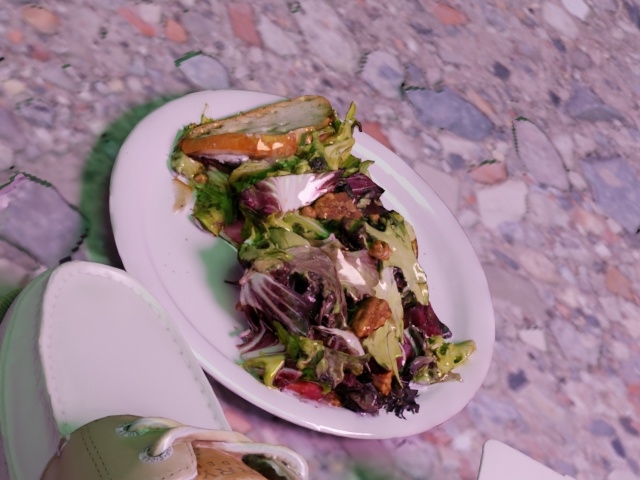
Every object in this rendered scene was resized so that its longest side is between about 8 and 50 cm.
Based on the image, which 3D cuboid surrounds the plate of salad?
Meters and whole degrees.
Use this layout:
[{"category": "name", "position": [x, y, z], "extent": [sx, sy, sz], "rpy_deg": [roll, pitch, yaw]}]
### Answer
[{"category": "plate of salad", "position": [0.000, 0.000, 0.731], "extent": [0.199, 0.048, 0.200], "rpy_deg": [20, 43, -20]}]

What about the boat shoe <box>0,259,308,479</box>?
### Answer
[{"category": "boat shoe", "position": [-0.043, 0.111, 0.538], "extent": [0.113, 0.103, 0.302], "rpy_deg": [11, 40, -35]}]

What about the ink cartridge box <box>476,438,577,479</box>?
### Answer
[{"category": "ink cartridge box", "position": [0.120, 0.170, 0.649], "extent": [0.180, 0.060, 0.104], "rpy_deg": [30, 42, -9]}]
